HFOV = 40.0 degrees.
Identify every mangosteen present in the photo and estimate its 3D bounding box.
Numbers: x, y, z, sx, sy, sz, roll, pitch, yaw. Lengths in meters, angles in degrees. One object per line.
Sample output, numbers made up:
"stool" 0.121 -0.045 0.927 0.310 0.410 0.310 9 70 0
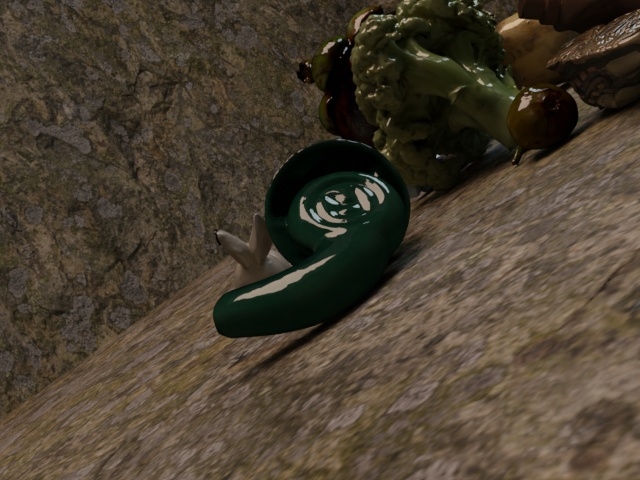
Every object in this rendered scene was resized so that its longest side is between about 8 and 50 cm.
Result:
"mangosteen" 0.139 -0.259 1.525 0.311 0.311 0.311 -33 5 3

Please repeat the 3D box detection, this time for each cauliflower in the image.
"cauliflower" 0.167 -0.195 1.214 0.260 0.327 0.281 -47 44 25

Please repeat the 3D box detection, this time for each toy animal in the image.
"toy animal" -0.105 0.044 1.279 0.131 0.127 0.182 -27 -6 3

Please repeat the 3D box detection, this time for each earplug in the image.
"earplug" 0.004 0.007 0.989 0.280 0.164 0.257 85 -156 -83

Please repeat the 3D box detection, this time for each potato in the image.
"potato" 0.403 -0.335 1.533 0.235 0.128 0.161 2 -37 -27

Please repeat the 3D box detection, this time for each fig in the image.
"fig" 0.255 -0.138 1.033 0.098 0.082 0.084 117 170 -69

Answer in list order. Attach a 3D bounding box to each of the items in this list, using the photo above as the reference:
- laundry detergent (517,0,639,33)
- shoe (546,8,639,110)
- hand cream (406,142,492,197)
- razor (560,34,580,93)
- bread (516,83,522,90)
"laundry detergent" 0.359 -0.283 1.020 0.237 0.076 0.171 3 3 2
"shoe" 0.325 -0.188 0.973 0.089 0.092 0.180 -39 9 -7
"hand cream" 0.193 -0.123 1.373 0.171 0.065 0.043 -39 -25 -29
"razor" 0.418 -0.270 1.359 0.106 0.068 0.232 -31 12 35
"bread" 0.284 -0.315 1.729 0.240 0.240 0.139 -29 36 43
